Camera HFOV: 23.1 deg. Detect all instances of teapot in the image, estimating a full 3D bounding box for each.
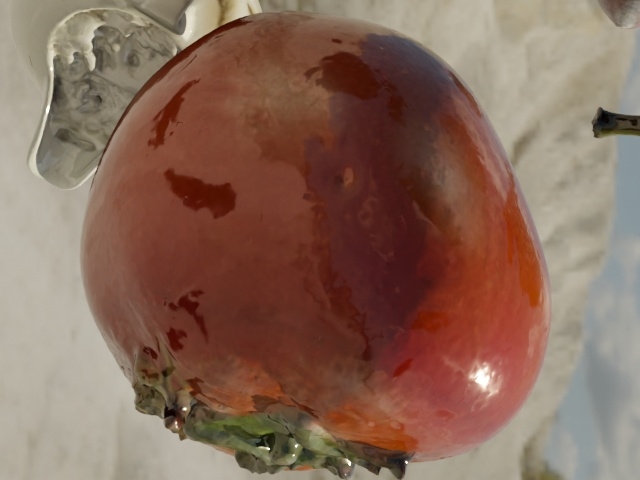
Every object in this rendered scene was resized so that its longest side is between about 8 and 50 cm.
[{"bbox_3d":[-0.141,-0.161,1.204,0.298,0.204,0.139,-54,-169,47],"label":"teapot"}]

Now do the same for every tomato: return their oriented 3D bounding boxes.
[{"bbox_3d":[0.000,0.000,1.037,0.321,0.321,0.321,-4,90,-88],"label":"tomato"}]

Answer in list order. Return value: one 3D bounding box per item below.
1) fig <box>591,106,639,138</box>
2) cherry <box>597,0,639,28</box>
[{"bbox_3d":[0.330,-0.047,1.204,0.170,0.274,0.145,-54,145,-12],"label":"fig"},{"bbox_3d":[0.341,-0.266,1.568,0.188,0.115,0.148,44,52,-57],"label":"cherry"}]
